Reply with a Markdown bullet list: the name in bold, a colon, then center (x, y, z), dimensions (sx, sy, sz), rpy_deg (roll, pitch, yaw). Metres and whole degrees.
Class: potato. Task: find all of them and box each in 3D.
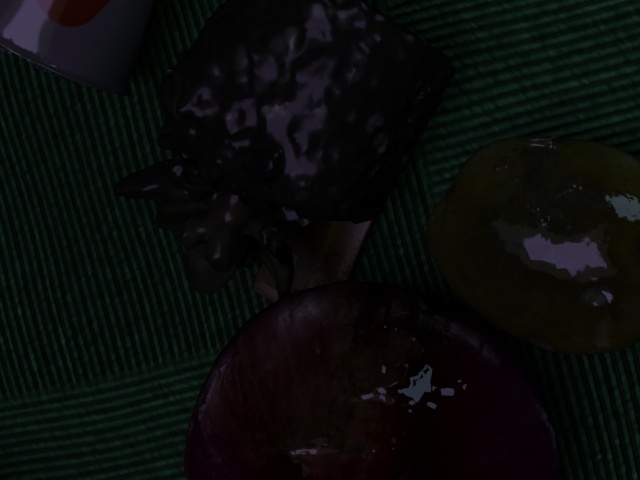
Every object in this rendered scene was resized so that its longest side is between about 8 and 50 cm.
- **potato**: center (0.214, 0.001, 1.540), dimensions (0.228, 0.148, 0.197), rpy_deg (40, 96, 15)

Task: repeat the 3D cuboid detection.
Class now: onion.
- **onion**: center (0.037, 0.223, 1.522), dimensions (0.348, 0.385, 0.347), rpy_deg (4, 111, 10)

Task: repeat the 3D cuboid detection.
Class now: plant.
- **plant**: center (-0.042, -0.089, 1.572), dimensions (0.215, 0.213, 0.312), rpy_deg (39, 96, 15)

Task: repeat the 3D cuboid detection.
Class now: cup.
- **cup**: center (-0.208, -0.307, 1.651), dimensions (0.203, 0.203, 0.288), rpy_deg (31, 101, 15)

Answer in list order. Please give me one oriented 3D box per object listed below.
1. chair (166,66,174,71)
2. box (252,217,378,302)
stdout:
- **chair**: center (-0.108, -0.148, 1.707), dimensions (0.086, 0.037, 0.042), rpy_deg (4, 89, 18)
- **box**: center (0.000, 0.000, 1.693), dimensions (0.089, 0.022, 0.156), rpy_deg (27, 107, 19)
